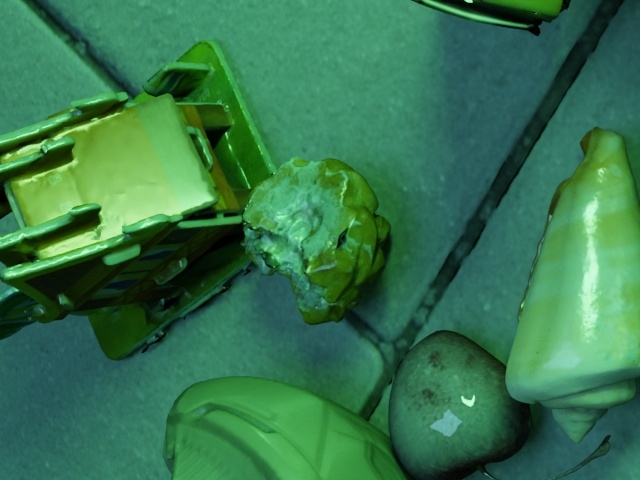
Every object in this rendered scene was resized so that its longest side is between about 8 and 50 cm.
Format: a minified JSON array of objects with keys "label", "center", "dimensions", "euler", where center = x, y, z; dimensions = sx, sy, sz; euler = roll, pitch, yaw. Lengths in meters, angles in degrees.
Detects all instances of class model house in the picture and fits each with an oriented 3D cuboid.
[{"label":"model house","center":[-0.268,-0.025,1.543],"dimensions":[0.357,0.312,0.242],"euler":[-35,70,37]}]

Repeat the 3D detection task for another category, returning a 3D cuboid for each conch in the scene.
[{"label":"conch","center":[0.236,0.041,1.263],"dimensions":[0.127,0.158,0.255],"euler":[16,90,6]}]

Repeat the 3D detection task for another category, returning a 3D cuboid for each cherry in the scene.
[{"label":"cherry","center":[0.145,0.138,1.357],"dimensions":[0.188,0.115,0.148],"euler":[-31,35,29]}]

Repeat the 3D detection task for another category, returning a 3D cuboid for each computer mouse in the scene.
[{"label":"computer mouse","center":[0.023,0.259,1.382],"dimensions":[0.429,0.228,0.145],"euler":[49,115,26]}]

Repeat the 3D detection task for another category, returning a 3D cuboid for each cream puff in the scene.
[{"label":"cream puff","center":[0.000,0.001,1.447],"dimensions":[0.156,0.121,0.156],"euler":[39,158,19]}]

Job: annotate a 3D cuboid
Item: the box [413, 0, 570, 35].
[{"label":"box","center":[0.169,-0.379,1.111],"dimensions":[0.138,0.373,0.420],"euler":[16,105,7]}]
